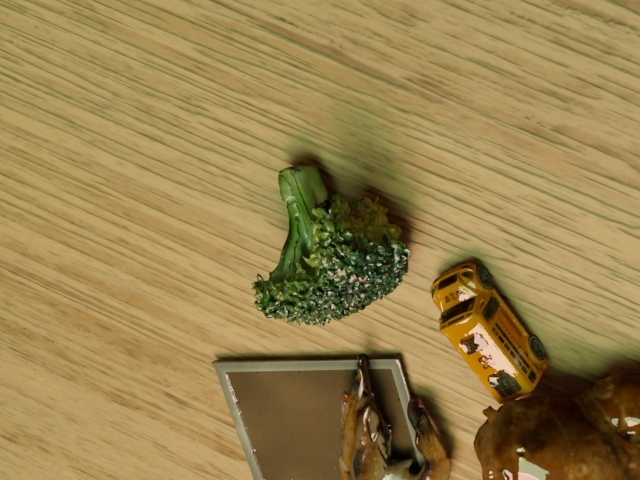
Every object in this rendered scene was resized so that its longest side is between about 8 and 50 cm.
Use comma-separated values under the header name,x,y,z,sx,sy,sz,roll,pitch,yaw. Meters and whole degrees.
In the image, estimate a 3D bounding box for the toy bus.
name,x,y,z,sx,sy,sz,roll,pitch,yaw
toy bus,0.191,0.108,1.675,0.069,0.074,0.162,-29,105,36

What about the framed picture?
name,x,y,z,sx,sy,sz,roll,pitch,yaw
framed picture,0.006,0.241,1.876,0.274,0.017,0.217,-2,118,25

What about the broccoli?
name,x,y,z,sx,sy,sz,roll,pitch,yaw
broccoli,0.000,0.000,1.658,0.194,0.194,0.220,36,165,0

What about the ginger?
name,x,y,z,sx,sy,sz,roll,pitch,yaw
ginger,0.350,0.311,1.671,0.274,0.152,0.358,-25,99,-1

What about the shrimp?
name,x,y,z,sx,sy,sz,roll,pitch,yaw
shrimp,0.092,0.259,1.801,0.145,0.059,0.254,11,124,15
